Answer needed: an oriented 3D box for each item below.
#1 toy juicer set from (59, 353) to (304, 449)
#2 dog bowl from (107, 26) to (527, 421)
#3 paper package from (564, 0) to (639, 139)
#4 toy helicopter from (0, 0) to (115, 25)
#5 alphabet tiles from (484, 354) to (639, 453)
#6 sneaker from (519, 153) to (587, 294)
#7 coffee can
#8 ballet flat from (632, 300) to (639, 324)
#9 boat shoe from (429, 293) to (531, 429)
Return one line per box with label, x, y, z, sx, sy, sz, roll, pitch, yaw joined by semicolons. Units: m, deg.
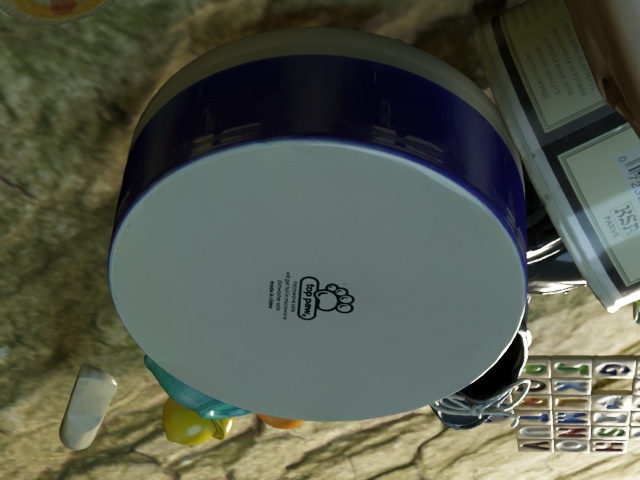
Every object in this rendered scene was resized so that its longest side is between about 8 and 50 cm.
toy juicer set;-0.096;0.107;0.994;0.329;0.089;0.209;2;157;-38
dog bowl;0.000;0.000;0.777;0.265;0.104;0.265;3;136;2
paper package;0.229;-0.212;0.450;0.325;0.168;0.309;-22;109;9
toy helicopter;-0.165;-0.201;0.500;0.235;0.140;0.355;-31;155;7
alphabet tiles;0.258;0.172;1.239;0.198;0.009;0.237;-1;148;11
sneaker;0.216;-0.016;0.932;0.286;0.109;0.130;-4;153;-1
coffee can;0.257;-0.103;0.713;0.275;0.201;0.201;-26;145;16
ballet flat;0.341;0.080;1.146;0.077;0.077;0.231;-6;149;25
boat shoe;0.143;0.115;1.088;0.095;0.079;0.254;1;144;-8
